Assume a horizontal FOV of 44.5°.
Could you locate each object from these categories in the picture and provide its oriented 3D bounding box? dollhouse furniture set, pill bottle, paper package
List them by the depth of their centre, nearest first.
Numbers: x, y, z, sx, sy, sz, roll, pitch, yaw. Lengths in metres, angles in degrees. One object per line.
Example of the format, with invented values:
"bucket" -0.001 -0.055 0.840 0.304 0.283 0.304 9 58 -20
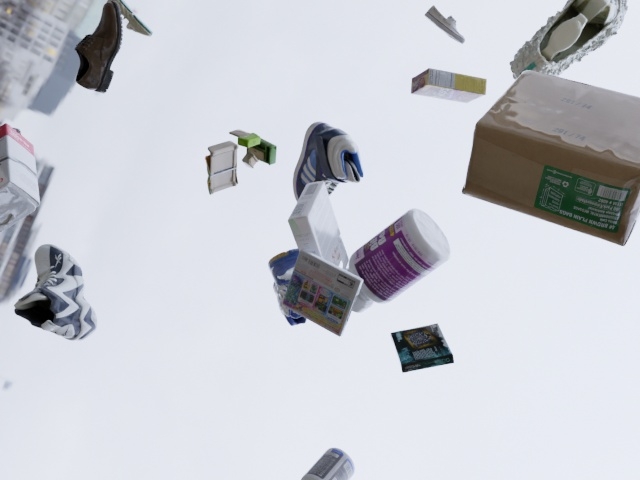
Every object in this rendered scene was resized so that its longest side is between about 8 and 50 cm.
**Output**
"dollhouse furniture set" -0.143 -0.135 1.269 0.058 0.151 0.076 26 -55 34
"paper package" 0.480 -0.171 1.508 0.309 0.324 0.168 -45 146 -44
"pill bottle" 0.006 0.499 1.621 0.078 0.078 0.137 -34 -179 43
"pill bottle" 0.182 0.063 2.077 0.301 0.169 0.169 -39 -144 25

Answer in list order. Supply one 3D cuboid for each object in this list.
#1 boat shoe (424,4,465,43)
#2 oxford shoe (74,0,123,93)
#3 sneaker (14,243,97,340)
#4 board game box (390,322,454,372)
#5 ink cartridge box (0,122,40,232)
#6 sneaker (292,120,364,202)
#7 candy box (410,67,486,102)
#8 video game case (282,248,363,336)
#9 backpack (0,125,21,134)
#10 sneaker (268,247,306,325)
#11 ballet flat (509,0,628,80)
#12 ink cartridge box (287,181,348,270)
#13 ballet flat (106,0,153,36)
"boat shoe" 0.259 -0.441 1.592 0.035 0.100 0.035 -51 174 12
"oxford shoe" -0.549 -0.482 1.927 0.083 0.096 0.227 27 -77 48
"sneaker" -0.561 0.096 1.590 0.094 0.153 0.235 -31 -112 16
"board game box" 0.244 0.260 1.907 0.186 0.126 0.026 -98 177 -73
"ink cartridge box" -0.483 -0.087 1.161 0.109 0.063 0.150 -32 -134 7
"sneaker" 0.031 -0.195 2.462 0.236 0.130 0.323 41 -49 44
"candy box" 0.364 -0.438 2.226 0.109 0.186 0.053 169 -73 -71
"video game case" 0.002 0.114 1.710 0.157 0.019 0.143 27 -68 20
"backpack" -0.678 -0.145 1.605 0.115 0.152 0.182 -43 140 -74
"sneaker" -0.059 0.120 1.957 0.296 0.111 0.131 85 -11 -66
"ballet flat" 0.616 -0.505 1.853 0.409 0.147 0.147 -45 -156 -17
"ink cartridge box" 0.000 0.000 1.836 0.056 0.225 0.181 -8 -152 18
"ballet flat" -0.556 -0.644 2.276 0.052 0.168 0.057 -42 178 10
